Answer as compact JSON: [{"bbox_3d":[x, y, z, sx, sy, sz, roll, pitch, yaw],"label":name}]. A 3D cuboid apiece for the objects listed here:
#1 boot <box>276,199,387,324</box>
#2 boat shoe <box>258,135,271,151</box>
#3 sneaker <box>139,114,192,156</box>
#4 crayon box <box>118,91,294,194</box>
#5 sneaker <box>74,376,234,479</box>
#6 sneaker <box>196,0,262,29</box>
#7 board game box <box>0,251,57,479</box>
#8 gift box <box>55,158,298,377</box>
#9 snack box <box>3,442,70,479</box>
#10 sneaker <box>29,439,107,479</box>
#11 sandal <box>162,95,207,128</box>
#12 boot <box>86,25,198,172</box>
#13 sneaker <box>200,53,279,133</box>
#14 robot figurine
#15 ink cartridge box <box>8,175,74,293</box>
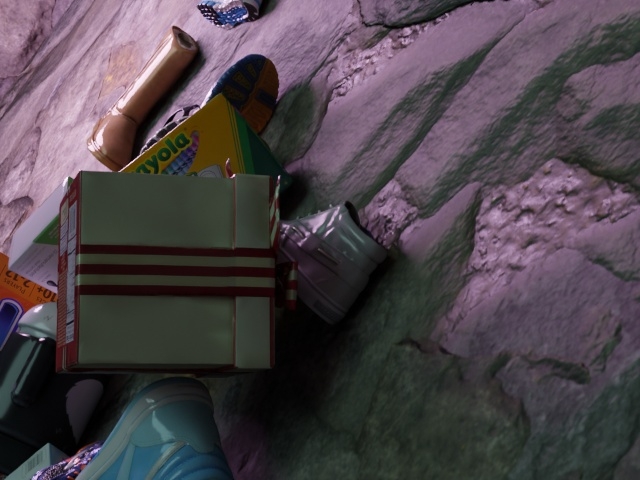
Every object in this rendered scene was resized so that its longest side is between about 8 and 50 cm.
[{"bbox_3d":[0.000,0.000,1.587,0.123,0.095,0.258,-48,36,4],"label":"boot"},{"bbox_3d":[-0.175,-0.027,1.876,0.302,0.109,0.098,-62,8,-2],"label":"boat shoe"},{"bbox_3d":[-0.284,-0.121,2.168,0.279,0.107,0.118,-45,19,16],"label":"sneaker"},{"bbox_3d":[-0.196,-0.060,1.780,0.278,0.165,0.081,-39,3,-3],"label":"crayon box"},{"bbox_3d":[-0.204,0.340,1.509,0.319,0.127,0.208,-61,39,32],"label":"sneaker"},{"bbox_3d":[-0.159,-0.453,2.369,0.191,0.071,0.083,4,58,51],"label":"sneaker"},{"bbox_3d":[-0.658,0.201,2.146,0.356,0.356,0.356,-9,53,56],"label":"board game box"},{"bbox_3d":[-0.170,0.027,1.485,0.255,0.258,0.276,168,105,-72],"label":"gift box"},{"bbox_3d":[-0.482,0.454,1.793,0.322,0.060,0.187,-40,29,9],"label":"snack box"},{"bbox_3d":[-0.312,0.314,1.679,0.087,0.083,0.221,-29,6,26],"label":"sneaker"},{"bbox_3d":[-0.265,-0.175,2.240,0.254,0.054,0.097,-43,30,25],"label":"sandal"},{"bbox_3d":[-0.345,-0.279,2.454,0.269,0.089,0.236,-48,28,14],"label":"boot"},{"bbox_3d":[-0.177,-0.173,2.031,0.296,0.112,0.131,-60,26,-9],"label":"sneaker"},{"bbox_3d":[-0.425,0.232,1.937,0.209,0.173,0.278,1,62,53],"label":"robot figurine"},{"bbox_3d":[-0.359,0.020,2.004,0.160,0.219,0.092,-42,33,29],"label":"ink cartridge box"}]
